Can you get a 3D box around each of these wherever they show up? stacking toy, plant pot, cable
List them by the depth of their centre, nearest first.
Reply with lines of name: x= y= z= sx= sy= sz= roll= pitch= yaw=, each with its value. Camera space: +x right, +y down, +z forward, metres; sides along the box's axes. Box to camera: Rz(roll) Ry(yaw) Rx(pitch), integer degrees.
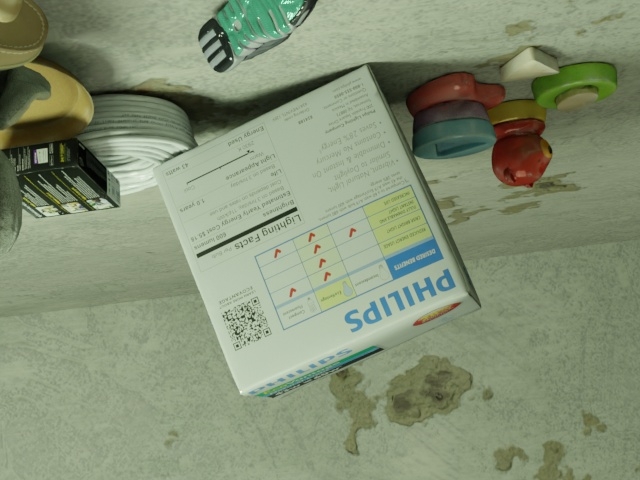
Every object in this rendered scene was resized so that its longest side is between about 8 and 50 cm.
plant pot: x=-0.413 y=-0.183 z=1.443 sx=0.236 sy=0.032 sz=0.236 roll=-5 pitch=156 yaw=-2
cable: x=-0.309 y=-0.140 z=1.659 sx=0.257 sy=0.089 sz=0.257 roll=-9 pitch=166 yaw=9
stacking toy: x=0.307 y=-0.176 z=1.737 sx=0.309 sy=0.130 sz=0.279 roll=3 pitch=165 yaw=-42

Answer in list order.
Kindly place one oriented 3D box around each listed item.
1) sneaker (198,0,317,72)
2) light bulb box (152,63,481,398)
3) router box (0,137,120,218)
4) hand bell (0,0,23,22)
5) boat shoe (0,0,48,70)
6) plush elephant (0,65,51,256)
sneaker: x=-0.053 y=-0.268 z=1.289 sx=0.098 sy=0.083 sz=0.223 roll=-27 pitch=-175 yaw=-36
light bulb box: x=0.000 y=0.000 z=1.645 sx=0.357 sy=0.361 sz=0.225 roll=-25 pitch=165 yaw=8
router box: x=-0.371 y=-0.084 z=1.565 sx=0.133 sy=0.046 sz=0.179 roll=-8 pitch=162 yaw=6
hand bell: x=-0.206 y=-0.300 z=0.988 sx=0.242 sy=0.126 sz=0.126 roll=-22 pitch=164 yaw=14
boat shoe: x=-0.376 y=-0.246 z=1.088 sx=0.098 sy=0.109 sz=0.302 roll=-14 pitch=161 yaw=35
plush elephant: x=-0.447 y=-0.113 z=1.253 sx=0.271 sy=0.255 sz=0.330 roll=24 pitch=129 yaw=-29
